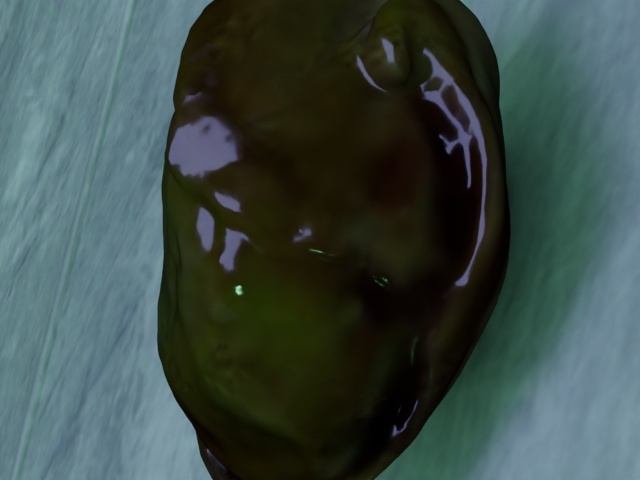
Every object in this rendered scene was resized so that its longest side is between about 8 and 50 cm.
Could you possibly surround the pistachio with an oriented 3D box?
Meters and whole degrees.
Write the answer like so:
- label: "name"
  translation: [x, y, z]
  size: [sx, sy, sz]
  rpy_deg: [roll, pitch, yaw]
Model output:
- label: "pistachio"
  translation: [0.000, 0.000, 0.682]
  size: [0.165, 0.130, 0.210]
  rpy_deg: [3, 84, 61]
